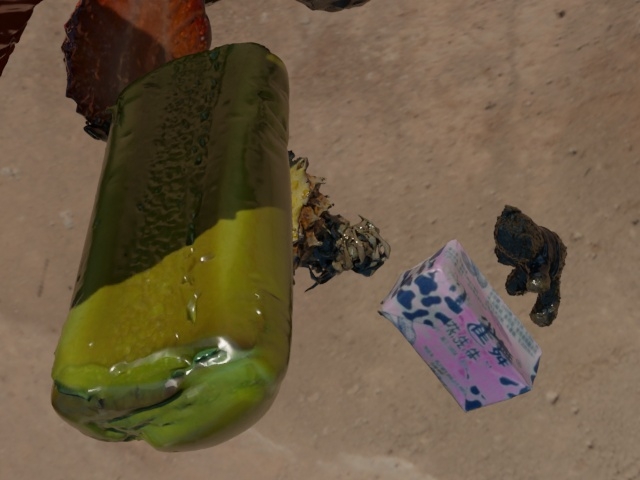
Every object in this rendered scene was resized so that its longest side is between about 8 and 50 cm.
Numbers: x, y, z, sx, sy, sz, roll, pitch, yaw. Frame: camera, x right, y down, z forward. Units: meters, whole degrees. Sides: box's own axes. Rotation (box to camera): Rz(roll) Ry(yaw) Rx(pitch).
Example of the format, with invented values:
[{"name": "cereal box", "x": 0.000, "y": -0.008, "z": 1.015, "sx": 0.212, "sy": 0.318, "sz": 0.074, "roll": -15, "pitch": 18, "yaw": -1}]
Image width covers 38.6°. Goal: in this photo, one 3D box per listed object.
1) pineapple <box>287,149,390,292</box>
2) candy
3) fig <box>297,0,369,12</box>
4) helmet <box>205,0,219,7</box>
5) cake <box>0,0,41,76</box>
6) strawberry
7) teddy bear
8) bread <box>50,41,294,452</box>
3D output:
[{"name": "pineapple", "x": 0.000, "y": 0.000, "z": 1.692, "sx": 0.263, "sy": 0.272, "sz": 0.262, "roll": -28, "pitch": 51, "yaw": 41}, {"name": "candy", "x": 0.142, "y": 0.090, "z": 0.933, "sx": 0.092, "sy": 0.073, "sz": 0.160, "roll": -34, "pitch": 98, "yaw": 37}, {"name": "fig", "x": -0.049, "y": -0.453, "z": 1.073, "sx": 0.369, "sy": 0.286, "sz": 0.286, "roll": 26, "pitch": 119, "yaw": 0}, {"name": "helmet", "x": -0.155, "y": -0.413, "z": 1.229, "sx": 0.130, "sy": 0.198, "sz": 0.224, "roll": 14, "pitch": 93, "yaw": 34}, {"name": "cake", "x": -0.288, "y": -0.228, "z": 0.469, "sx": 0.269, "sy": 0.270, "sz": 0.319, "roll": -35, "pitch": 64, "yaw": 52}, {"name": "strawberry", "x": -0.199, "y": -0.216, "z": 0.942, "sx": 0.107, "sy": 0.175, "sz": 0.235, "roll": 23, "pitch": 83, "yaw": 39}, {"name": "teddy bear", "x": 0.390, "y": 0.030, "z": 1.686, "sx": 0.129, "sy": 0.251, "sz": 0.182, "roll": -36, "pitch": 46, "yaw": -3}, {"name": "bread", "x": -0.097, "y": -0.006, "z": 0.711, "sx": 0.166, "sy": 0.383, "sz": 0.112, "roll": -14, "pitch": 135, "yaw": 12}]
